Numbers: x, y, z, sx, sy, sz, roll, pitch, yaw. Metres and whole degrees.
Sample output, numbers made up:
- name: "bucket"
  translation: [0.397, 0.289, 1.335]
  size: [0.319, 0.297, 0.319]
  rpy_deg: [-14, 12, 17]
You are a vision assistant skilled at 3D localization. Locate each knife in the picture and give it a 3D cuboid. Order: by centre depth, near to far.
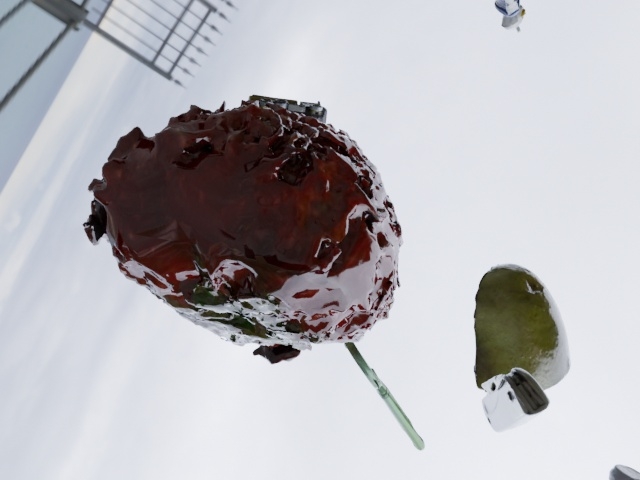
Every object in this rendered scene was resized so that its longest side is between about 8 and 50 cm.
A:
- name: "knife"
  translation: [0.084, 0.193, 0.650]
  size: [0.015, 0.212, 0.054]
  rpy_deg: [-34, -150, -4]
- name: "knife"
  translation: [0.247, 0.211, 0.722]
  size: [0.041, 0.265, 0.073]
  rpy_deg: [-27, -113, -1]

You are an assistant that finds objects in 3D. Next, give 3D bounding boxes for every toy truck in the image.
- name: "toy truck"
  translation: [-0.055, -0.199, 0.862]
  size: [0.063, 0.123, 0.052]
  rpy_deg: [-113, -151, -61]

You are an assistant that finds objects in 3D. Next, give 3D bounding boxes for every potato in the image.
- name: "potato"
  translation: [0.548, 0.207, 1.457]
  size: [0.213, 0.280, 0.330]
  rpy_deg: [5, -143, 36]

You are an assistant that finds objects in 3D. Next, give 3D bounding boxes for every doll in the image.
- name: "doll"
  translation: [0.403, -0.543, 1.202]
  size: [0.057, 0.227, 0.114]
  rpy_deg: [-31, -127, 16]

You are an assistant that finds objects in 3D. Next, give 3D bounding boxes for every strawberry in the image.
- name: "strawberry"
  translation: [-0.057, -0.024, 0.490]
  size: [0.274, 0.274, 0.220]
  rpy_deg: [-20, -136, 50]

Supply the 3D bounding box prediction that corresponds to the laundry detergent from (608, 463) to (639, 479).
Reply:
- name: "laundry detergent"
  translation: [0.547, 0.602, 1.063]
  size: [0.088, 0.159, 0.335]
  rpy_deg: [24, -82, 40]
